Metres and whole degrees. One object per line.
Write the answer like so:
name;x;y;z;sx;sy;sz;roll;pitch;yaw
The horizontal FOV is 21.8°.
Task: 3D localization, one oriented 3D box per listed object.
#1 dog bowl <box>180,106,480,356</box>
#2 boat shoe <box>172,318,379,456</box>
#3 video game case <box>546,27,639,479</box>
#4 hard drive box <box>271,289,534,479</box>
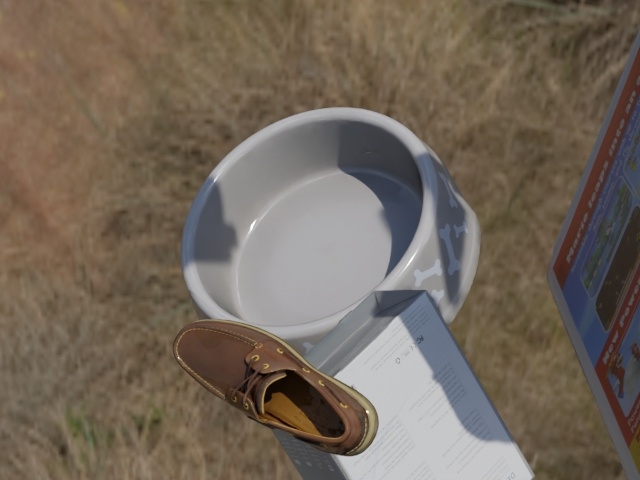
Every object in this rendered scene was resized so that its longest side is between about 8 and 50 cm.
dog bowl;0.000;0.000;1.862;0.348;0.102;0.349;-13;53;18
boat shoe;-0.039;0.110;1.287;0.178;0.060;0.064;27;93;17
video game case;0.129;-0.013;0.447;0.025;0.204;0.285;14;23;-10
hard drive box;0.074;0.191;1.587;0.181;0.232;0.089;-41;20;-29
